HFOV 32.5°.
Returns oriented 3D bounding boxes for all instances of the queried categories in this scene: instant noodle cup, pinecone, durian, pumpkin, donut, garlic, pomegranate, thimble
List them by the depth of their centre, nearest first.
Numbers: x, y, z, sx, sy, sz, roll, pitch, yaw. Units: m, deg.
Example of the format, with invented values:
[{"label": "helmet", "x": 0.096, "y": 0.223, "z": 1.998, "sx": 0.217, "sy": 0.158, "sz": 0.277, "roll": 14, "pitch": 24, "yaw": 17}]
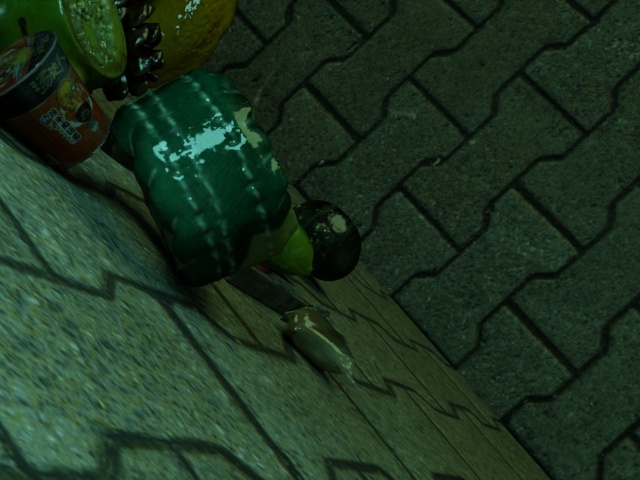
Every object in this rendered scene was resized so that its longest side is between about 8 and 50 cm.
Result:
[{"label": "instant noodle cup", "x": -0.327, "y": -0.162, "z": 1.318, "sx": 0.135, "sy": 0.127, "sz": 0.127, "roll": 54, "pitch": 1, "yaw": -34}, {"label": "thimble", "x": -0.155, "y": -0.085, "z": 1.402, "sx": 0.288, "sy": 0.167, "sz": 0.254, "roll": 51, "pitch": -17, "yaw": 49}, {"label": "pomegranate", "x": -0.371, "y": -0.263, "z": 1.528, "sx": 0.190, "sy": 0.159, "sz": 0.240, "roll": -9, "pitch": 84, "yaw": -73}, {"label": "garlic", "x": 0.000, "y": 0.163, "z": 1.682, "sx": 0.152, "sy": 0.066, "sz": 0.084, "roll": 43, "pitch": 33, "yaw": 4}, {"label": "pinecone", "x": -0.373, "y": -0.351, "z": 1.768, "sx": 0.244, "sy": 0.244, "sz": 0.309, "roll": 52, "pitch": -7, "yaw": 44}, {"label": "durian", "x": -0.087, "y": -0.012, "z": 1.988, "sx": 0.250, "sy": 0.101, "sz": 0.139, "roll": 44, "pitch": 6, "yaw": -23}, {"label": "pumpkin", "x": 0.000, "y": 0.000, "z": 2.277, "sx": 0.190, "sy": 0.146, "sz": 0.190, "roll": 36, "pitch": -33, "yaw": 27}, {"label": "donut", "x": -0.387, "y": -0.567, "z": 2.342, "sx": 0.435, "sy": 0.377, "sz": 0.163, "roll": 42, "pitch": 5, "yaw": 10}]

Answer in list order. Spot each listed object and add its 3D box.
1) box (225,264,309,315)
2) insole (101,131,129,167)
[{"label": "box", "x": -0.089, "y": 0.070, "z": 1.737, "sx": 0.055, "sy": 0.039, "sz": 0.218, "roll": 52, "pitch": 8, "yaw": 36}, {"label": "insole", "x": -0.300, "y": -0.134, "z": 1.780, "sx": 0.109, "sy": 0.007, "sz": 0.322, "roll": 50, "pitch": 7, "yaw": 18}]
